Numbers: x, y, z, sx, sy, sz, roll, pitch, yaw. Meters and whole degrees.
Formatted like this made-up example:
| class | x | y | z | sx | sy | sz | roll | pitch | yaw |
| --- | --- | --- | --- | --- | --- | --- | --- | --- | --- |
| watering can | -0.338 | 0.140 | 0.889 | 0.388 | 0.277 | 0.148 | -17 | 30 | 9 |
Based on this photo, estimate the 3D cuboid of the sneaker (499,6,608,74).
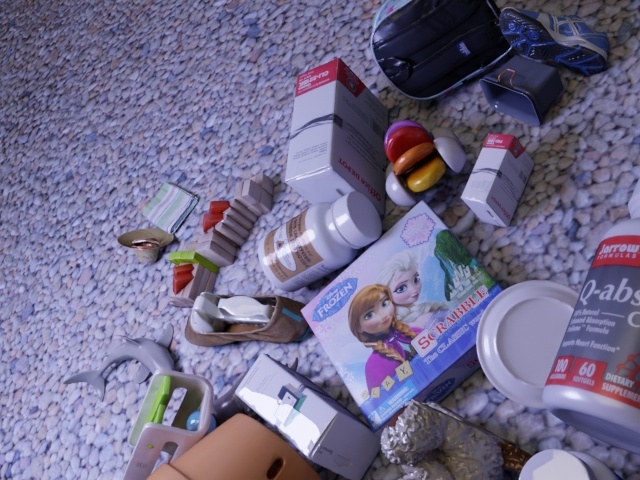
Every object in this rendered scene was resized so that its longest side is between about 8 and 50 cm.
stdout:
| class | x | y | z | sx | sy | sz | roll | pitch | yaw |
| --- | --- | --- | --- | --- | --- | --- | --- | --- | --- |
| sneaker | 0.430 | -0.379 | 1.528 | 0.211 | 0.080 | 0.081 | 26 | 64 | 4 |

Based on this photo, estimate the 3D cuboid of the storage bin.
| class | x | y | z | sx | sy | sz | roll | pitch | yaw |
| --- | --- | --- | --- | --- | --- | --- | --- | --- | --- |
| storage bin | 0.379 | -0.292 | 1.549 | 0.091 | 0.098 | 0.135 | -46 | 43 | -9 |

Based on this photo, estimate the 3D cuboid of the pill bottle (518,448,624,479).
| class | x | y | z | sx | sy | sz | roll | pitch | yaw |
| --- | --- | --- | --- | --- | --- | --- | --- | --- | --- |
| pill bottle | 0.339 | 0.345 | 1.068 | 0.124 | 0.221 | 0.124 | -20 | 52 | 28 |

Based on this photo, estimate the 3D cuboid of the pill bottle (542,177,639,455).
| class | x | y | z | sx | sy | sz | roll | pitch | yaw |
| --- | --- | --- | --- | --- | --- | --- | --- | --- | --- |
| pill bottle | 0.462 | 0.098 | 1.139 | 0.210 | 0.210 | 0.363 | 12 | 71 | 43 |

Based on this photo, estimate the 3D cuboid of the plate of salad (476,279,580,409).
| class | x | y | z | sx | sy | sz | roll | pitch | yaw |
| --- | --- | --- | --- | --- | --- | --- | --- | --- | --- |
| plate of salad | 0.342 | 0.160 | 1.283 | 0.199 | 0.048 | 0.200 | -3 | 73 | 9 |

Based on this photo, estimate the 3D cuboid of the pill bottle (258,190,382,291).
| class | x | y | z | sx | sy | sz | roll | pitch | yaw |
| --- | --- | --- | --- | --- | --- | --- | --- | --- | --- |
| pill bottle | 0.000 | 0.000 | 1.607 | 0.229 | 0.131 | 0.131 | -30 | 47 | 33 |

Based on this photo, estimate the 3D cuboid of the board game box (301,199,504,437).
| class | x | y | z | sx | sy | sz | roll | pitch | yaw |
| --- | --- | --- | --- | --- | --- | --- | --- | --- | --- |
| board game box | 0.154 | 0.133 | 1.466 | 0.318 | 0.066 | 0.318 | -43 | 44 | 7 |

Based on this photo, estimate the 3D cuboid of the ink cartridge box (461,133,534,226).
| class | x | y | z | sx | sy | sz | roll | pitch | yaw |
| --- | --- | --- | --- | --- | --- | --- | --- | --- | --- |
| ink cartridge box | 0.315 | -0.106 | 1.468 | 0.056 | 0.099 | 0.135 | 13 | 71 | 43 |

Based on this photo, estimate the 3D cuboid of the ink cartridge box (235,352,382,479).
| class | x | y | z | sx | sy | sz | roll | pitch | yaw |
| --- | --- | --- | --- | --- | --- | --- | --- | --- | --- |
| ink cartridge box | -0.017 | 0.304 | 1.428 | 0.219 | 0.160 | 0.093 | 29 | 83 | 45 |

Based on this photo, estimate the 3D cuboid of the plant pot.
| class | x | y | z | sx | sy | sz | roll | pitch | yaw |
| --- | --- | --- | --- | --- | --- | --- | --- | --- | --- |
| plant pot | -0.128 | 0.428 | 1.375 | 0.290 | 0.291 | 0.203 | 19 | 59 | 44 |

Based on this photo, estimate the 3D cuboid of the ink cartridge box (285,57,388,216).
| class | x | y | z | sx | sy | sz | roll | pitch | yaw |
| --- | --- | --- | --- | --- | --- | --- | --- | --- | --- |
| ink cartridge box | 0.039 | -0.193 | 1.676 | 0.114 | 0.197 | 0.273 | -17 | 53 | 31 |

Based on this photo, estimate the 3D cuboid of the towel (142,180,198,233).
| class | x | y | z | sx | sy | sz | roll | pitch | yaw |
| --- | --- | --- | --- | --- | --- | --- | --- | --- | --- |
| towel | -0.378 | -0.085 | 2.062 | 0.152 | 0.023 | 0.113 | 28 | 78 | 46 |

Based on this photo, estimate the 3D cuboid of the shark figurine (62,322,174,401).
| class | x | y | z | sx | sy | sz | roll | pitch | yaw |
| --- | --- | --- | --- | --- | --- | --- | --- | --- | --- |
| shark figurine | -0.436 | 0.249 | 1.837 | 0.278 | 0.116 | 0.166 | -13 | 54 | 30 |

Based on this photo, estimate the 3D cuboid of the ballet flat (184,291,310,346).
| class | x | y | z | sx | sy | sz | roll | pitch | yaw |
| --- | --- | --- | --- | --- | --- | --- | --- | --- | --- |
| ballet flat | -0.179 | 0.152 | 1.681 | 0.342 | 0.124 | 0.116 | -2 | 62 | 38 |

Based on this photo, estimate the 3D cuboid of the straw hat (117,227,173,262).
| class | x | y | z | sx | sy | sz | roll | pitch | yaw |
| --- | --- | --- | --- | --- | --- | --- | --- | --- | --- |
| straw hat | -0.420 | 0.023 | 2.000 | 0.144 | 0.144 | 0.061 | 21 | 120 | 45 |

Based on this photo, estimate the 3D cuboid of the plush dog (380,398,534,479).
| class | x | y | z | sx | sy | sz | roll | pitch | yaw |
| --- | --- | --- | --- | --- | --- | --- | --- | --- | --- |
| plush dog | 0.177 | 0.372 | 1.209 | 0.210 | 0.262 | 0.225 | 24 | 86 | 18 |

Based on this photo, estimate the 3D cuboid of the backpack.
| class | x | y | z | sx | sy | sz | roll | pitch | yaw |
| --- | --- | --- | --- | --- | --- | --- | --- | --- | --- |
| backpack | 0.228 | -0.416 | 1.655 | 0.253 | 0.225 | 0.191 | -34 | 24 | 19 |

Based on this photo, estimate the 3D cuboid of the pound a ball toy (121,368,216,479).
| class | x | y | z | sx | sy | sz | roll | pitch | yaw |
| --- | --- | --- | --- | --- | --- | --- | --- | --- | --- |
| pound a ball toy | -0.288 | 0.416 | 1.527 | 0.208 | 0.135 | 0.319 | -89 | 19 | -45 |

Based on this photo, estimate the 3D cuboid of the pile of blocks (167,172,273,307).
| class | x | y | z | sx | sy | sz | roll | pitch | yaw |
| --- | --- | --- | --- | --- | --- | --- | --- | --- | --- |
| pile of blocks | -0.249 | -0.016 | 1.856 | 0.149 | 0.112 | 0.362 | 27 | 81 | 45 |

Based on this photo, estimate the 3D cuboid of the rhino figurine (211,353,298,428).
| class | x | y | z | sx | sy | sz | roll | pitch | yaw |
| --- | --- | --- | --- | --- | --- | --- | --- | --- | --- |
| rhino figurine | -0.134 | 0.304 | 1.585 | 0.243 | 0.073 | 0.106 | -43 | 48 | 6 |

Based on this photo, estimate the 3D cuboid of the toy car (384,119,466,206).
| class | x | y | z | sx | sy | sz | roll | pitch | yaw |
| --- | --- | --- | --- | --- | --- | --- | --- | --- | --- |
| toy car | 0.178 | -0.163 | 1.565 | 0.159 | 0.136 | 0.182 | -37 | 13 | 15 |
